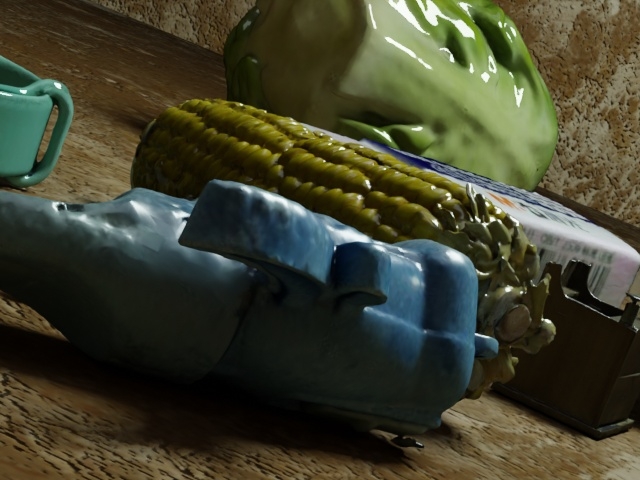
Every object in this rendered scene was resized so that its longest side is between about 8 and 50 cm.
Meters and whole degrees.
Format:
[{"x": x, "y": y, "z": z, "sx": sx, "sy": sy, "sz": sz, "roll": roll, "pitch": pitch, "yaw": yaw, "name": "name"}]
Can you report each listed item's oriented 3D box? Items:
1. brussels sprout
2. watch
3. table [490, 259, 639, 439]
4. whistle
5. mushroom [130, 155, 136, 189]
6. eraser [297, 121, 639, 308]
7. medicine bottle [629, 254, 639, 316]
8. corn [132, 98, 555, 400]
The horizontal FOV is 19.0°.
[{"x": 0.063, "y": -0.142, "z": 1.728, "sx": 0.328, "sy": 0.247, "sz": 0.328, "roll": 22, "pitch": 3, "yaw": -1, "name": "brussels sprout"}, {"x": -0.265, "y": -0.099, "z": 1.116, "sx": 0.237, "sy": 0.068, "sz": 0.195, "roll": 18, "pitch": 9, "yaw": -24, "name": "watch"}, {"x": 0.155, "y": 0.061, "z": 1.112, "sx": 0.070, "sy": 0.082, "sz": 0.083, "roll": 24, "pitch": 8, "yaw": 21, "name": "table"}, {"x": -0.035, "y": 0.022, "z": 0.814, "sx": 0.269, "sy": 0.093, "sz": 0.180, "roll": 17, "pitch": -16, "yaw": -29, "name": "whistle"}, {"x": -0.079, "y": -0.033, "z": 1.205, "sx": 0.085, "sy": 0.085, "sz": 0.079, "roll": 21, "pitch": -22, "yaw": -4, "name": "mushroom"}, {"x": 0.099, "y": -0.006, "z": 1.423, "sx": 0.287, "sy": 0.086, "sz": 0.130, "roll": 15, "pitch": 11, "yaw": -44, "name": "eraser"}, {"x": 0.379, "y": 0.063, "z": 1.554, "sx": 0.237, "sy": 0.139, "sz": 0.139, "roll": 25, "pitch": 8, "yaw": 34, "name": "medicine bottle"}, {"x": 0.000, "y": 0.000, "z": 1.030, "sx": 0.115, "sy": 0.115, "sz": 0.318, "roll": 16, "pitch": 7, "yaw": -38, "name": "corn"}]
